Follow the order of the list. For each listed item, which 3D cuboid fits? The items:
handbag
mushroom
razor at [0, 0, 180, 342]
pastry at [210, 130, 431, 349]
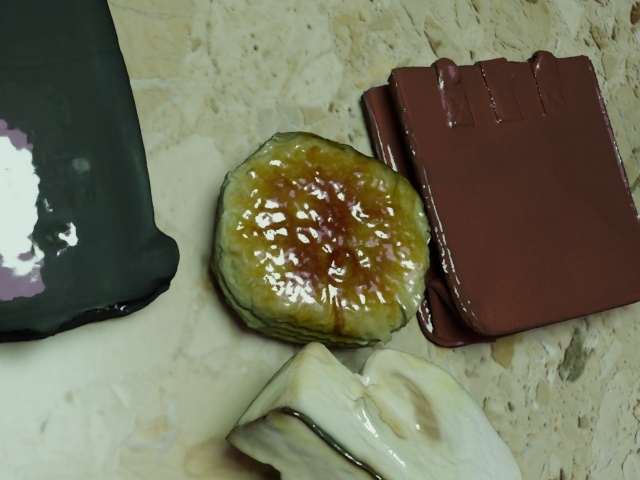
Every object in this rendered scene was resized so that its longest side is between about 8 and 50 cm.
[{"bbox_3d":[0.191,-0.049,0.967,0.260,0.084,0.275,-12,80,-27],"label":"handbag"},{"bbox_3d":[0.040,0.197,0.815,0.236,0.162,0.173,40,28,0],"label":"mushroom"},{"bbox_3d":[-0.241,-0.094,0.760,0.205,0.113,0.348,-14,82,-30],"label":"razor"},{"bbox_3d":[0.000,0.000,0.856,0.193,0.093,0.182,14,71,-13],"label":"pastry"}]
